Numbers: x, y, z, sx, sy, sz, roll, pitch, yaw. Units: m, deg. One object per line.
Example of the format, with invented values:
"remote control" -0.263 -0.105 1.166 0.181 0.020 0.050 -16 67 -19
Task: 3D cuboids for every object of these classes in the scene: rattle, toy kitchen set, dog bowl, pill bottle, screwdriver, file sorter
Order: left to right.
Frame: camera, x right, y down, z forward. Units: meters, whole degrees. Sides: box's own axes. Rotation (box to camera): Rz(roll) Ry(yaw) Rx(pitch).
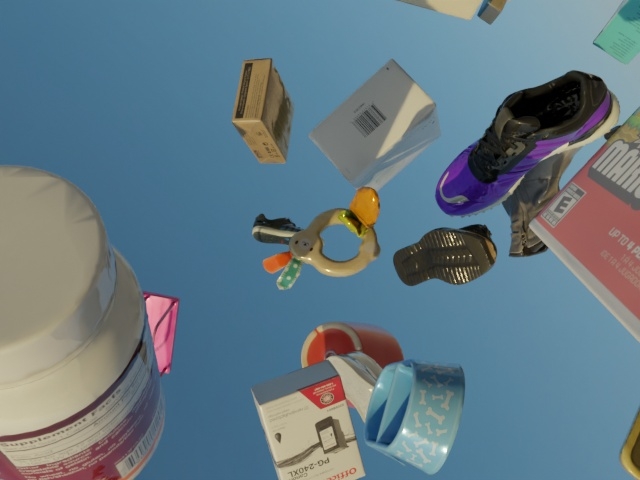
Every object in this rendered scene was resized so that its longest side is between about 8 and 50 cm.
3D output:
"pill bottle" -0.288 0.120 0.679 0.224 0.392 0.224 4 -126 -5
"file sorter" -0.505 0.231 1.541 0.291 0.202 0.182 11 -163 0
"rattle" 0.000 0.000 1.083 0.143 0.200 0.130 114 144 -80
"dog bowl" 0.136 0.265 1.029 0.074 0.297 0.165 19 -105 -4
"toy kitchen set" 0.406 -0.654 1.547 0.166 0.207 0.122 31 -120 -6
"screwdriver" 0.678 -0.258 1.431 0.025 0.170 0.024 38 -111 -1

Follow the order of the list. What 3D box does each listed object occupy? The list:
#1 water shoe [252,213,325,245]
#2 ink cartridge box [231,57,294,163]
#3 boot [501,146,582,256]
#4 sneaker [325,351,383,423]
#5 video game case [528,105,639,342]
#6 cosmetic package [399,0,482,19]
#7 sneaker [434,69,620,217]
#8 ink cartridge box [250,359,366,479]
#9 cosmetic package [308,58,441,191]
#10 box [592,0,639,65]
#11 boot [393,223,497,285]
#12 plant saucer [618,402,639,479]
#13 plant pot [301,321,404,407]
"water shoe" -0.084 -0.029 1.809 0.203 0.073 0.080 11 -123 -11
"ink cartridge box" -0.150 -0.345 1.788 0.234 0.088 0.193 57 -144 -64
"boot" 0.503 -0.104 1.418 0.118 0.338 0.222 -1 -114 -12
"sneaker" 0.150 0.392 1.671 0.292 0.108 0.169 46 -162 19
"video game case" 0.275 -0.069 0.413 0.025 0.285 0.204 34 -163 -20
"cosmetic package" 0.139 -0.510 1.149 0.310 0.113 0.160 7 -124 -16
"sneaker" 0.271 -0.146 0.945 0.146 0.293 0.102 17 -138 -55
"ink cartridge box" -0.014 0.246 0.844 0.109 0.063 0.150 -18 -75 -13
"cosmetic package" 0.122 -0.219 1.371 0.138 0.224 0.225 50 -173 12
"box" 0.452 -0.339 0.837 0.060 0.244 0.100 37 -109 7
"boot" 0.200 0.002 0.884 0.137 0.198 0.076 -21 -85 -24
"plant saucer" 0.527 0.247 0.807 0.333 0.081 0.333 41 -119 2
"plant pot" 0.081 0.358 1.955 0.243 0.275 0.274 33 -140 -59
